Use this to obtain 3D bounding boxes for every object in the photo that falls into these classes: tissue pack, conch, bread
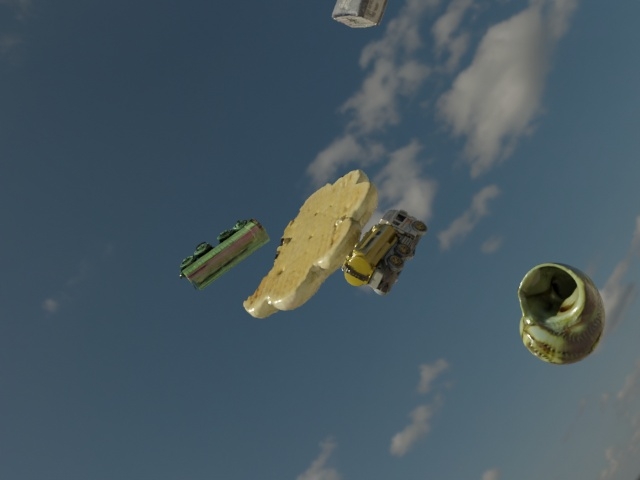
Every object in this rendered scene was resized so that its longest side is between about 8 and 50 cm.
[{"bbox_3d":[0.077,-0.418,1.108,0.051,0.112,0.156,17,-82,-25],"label":"tissue pack"},{"bbox_3d":[0.440,0.136,1.315,0.181,0.187,0.124,-46,-9,22],"label":"conch"},{"bbox_3d":[0.000,0.000,0.925,0.039,0.182,0.251,46,-133,-21],"label":"bread"}]

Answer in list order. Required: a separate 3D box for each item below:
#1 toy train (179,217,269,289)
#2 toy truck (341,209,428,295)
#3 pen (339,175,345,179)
[{"bbox_3d":[-0.149,0.018,1.070,0.148,0.071,0.038,-36,-59,-12],"label":"toy train"},{"bbox_3d":[0.076,0.011,0.825,0.123,0.063,0.052,-49,-14,-48],"label":"toy truck"},{"bbox_3d":[0.079,-0.078,2.171,0.033,0.033,0.269,-33,-48,-36],"label":"pen"}]
